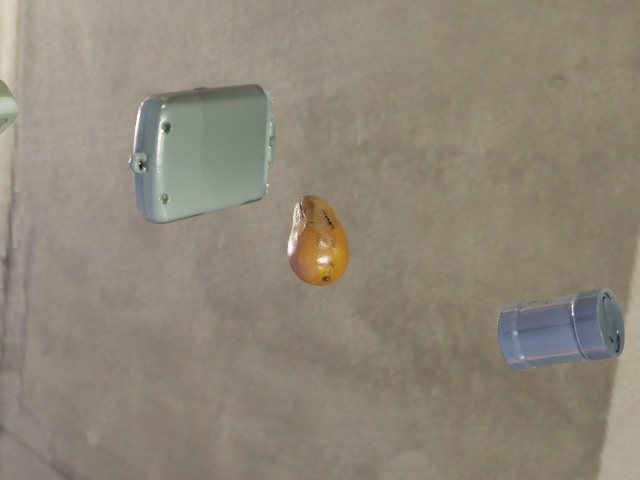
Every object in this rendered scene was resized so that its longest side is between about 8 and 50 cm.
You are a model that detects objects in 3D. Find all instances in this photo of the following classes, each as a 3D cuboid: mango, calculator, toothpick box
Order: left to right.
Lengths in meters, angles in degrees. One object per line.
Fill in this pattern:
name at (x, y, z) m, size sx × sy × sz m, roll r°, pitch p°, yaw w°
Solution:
calculator at (-0.124, -0.099, 1.369) m, size 0.045 × 0.246 × 0.141 m, roll 12°, pitch 107°, yaw 31°
mango at (0.003, 0.000, 1.880) m, size 0.084 × 0.105 × 0.159 m, roll -20°, pitch 42°, yaw 29°
toothpick box at (0.341, 0.126, 1.766) m, size 0.153 × 0.101 × 0.101 m, roll -11°, pitch 84°, yaw 33°

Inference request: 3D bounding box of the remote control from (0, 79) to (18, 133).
remote control at (-0.439, -0.059, 1.225) m, size 0.335 × 0.128 × 0.066 m, roll -34°, pitch 78°, yaw 30°
